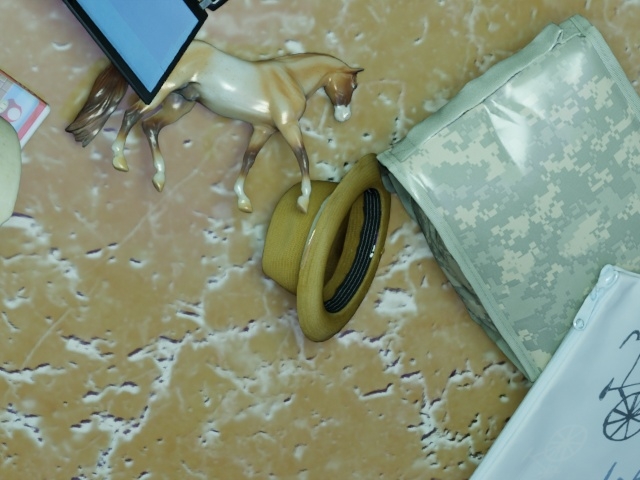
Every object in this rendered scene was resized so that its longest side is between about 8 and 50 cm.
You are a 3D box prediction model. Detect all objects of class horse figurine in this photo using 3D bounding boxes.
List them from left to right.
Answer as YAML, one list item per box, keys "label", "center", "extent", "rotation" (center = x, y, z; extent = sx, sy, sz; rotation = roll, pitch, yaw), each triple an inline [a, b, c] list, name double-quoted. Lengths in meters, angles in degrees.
- label: "horse figurine"
  center: [-0.096, -0.120, 1.742]
  extent: [0.263, 0.066, 0.174]
  rotation: [12, 69, -5]

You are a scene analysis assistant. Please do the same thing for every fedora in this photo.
- label: "fedora"
  center: [0.000, 0.000, 1.791]
  extent: [0.079, 0.194, 0.194]
  rotation: [16, 106, 21]

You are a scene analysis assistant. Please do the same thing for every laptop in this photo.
- label: "laptop"
  center: [-0.127, -0.300, 1.662]
  extent: [0.264, 0.136, 0.234]
  rotation: [-38, 112, 0]

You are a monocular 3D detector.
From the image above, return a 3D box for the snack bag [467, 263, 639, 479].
- label: "snack bag"
  center: [0.311, 0.177, 1.881]
  extent: [0.342, 0.037, 0.323]
  rotation: [12, 119, -38]

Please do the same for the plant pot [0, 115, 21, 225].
- label: "plant pot"
  center: [-0.432, -0.062, 1.564]
  extent: [0.305, 0.334, 0.334]
  rotation: [28, 99, -31]

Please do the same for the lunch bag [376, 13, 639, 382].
- label: "lunch bag"
  center: [0.203, -0.052, 1.787]
  extent: [0.235, 0.169, 0.287]
  rotation: [-35, 124, -3]

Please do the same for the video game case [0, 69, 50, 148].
- label: "video game case"
  center: [-0.418, -0.123, 1.709]
  extent: [0.285, 0.025, 0.204]
  rotation: [36, 96, -21]
